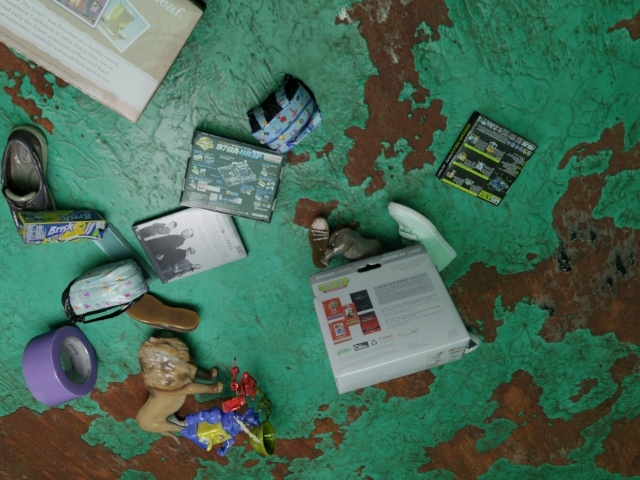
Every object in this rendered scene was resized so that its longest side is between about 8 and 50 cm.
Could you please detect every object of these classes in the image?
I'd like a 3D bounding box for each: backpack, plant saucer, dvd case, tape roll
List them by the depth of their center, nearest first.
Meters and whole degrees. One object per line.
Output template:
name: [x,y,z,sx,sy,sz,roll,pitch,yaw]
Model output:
backpack: [-0.075,-0.263,1.019,0.158,0.173,0.117,-40,115,12]
backpack: [-0.520,0.117,1.157,0.182,0.152,0.115,-14,114,9]
dvd case: [-0.326,0.001,1.200,0.239,0.029,0.179,-18,117,1]
plant saucer: [-0.499,0.046,1.206,0.067,0.018,0.192,-30,118,8]
tape roll: [-0.670,0.323,1.227,0.080,0.189,0.189,-19,117,2]

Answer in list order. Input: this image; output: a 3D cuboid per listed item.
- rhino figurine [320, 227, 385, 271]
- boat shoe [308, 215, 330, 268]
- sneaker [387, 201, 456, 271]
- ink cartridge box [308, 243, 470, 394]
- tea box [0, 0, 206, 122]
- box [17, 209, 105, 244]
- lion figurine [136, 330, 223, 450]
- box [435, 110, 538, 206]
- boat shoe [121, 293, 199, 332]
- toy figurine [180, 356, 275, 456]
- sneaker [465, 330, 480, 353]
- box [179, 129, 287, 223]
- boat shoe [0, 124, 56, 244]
rhino figurine: [0.107,0.039,1.230,0.243,0.073,0.106,23,102,-38]
boat shoe: [0.000,0.000,1.233,0.056,0.049,0.152,8,121,9]
sneaker: [0.235,0.021,1.229,0.256,0.094,0.151,41,85,-26]
ink cartridge box: [0.152,0.181,1.135,0.309,0.271,0.130,-15,145,-3]
tea box: [-0.391,-0.415,0.805,0.329,0.323,0.220,32,107,-24]
box: [-0.591,-0.033,1.084,0.169,0.059,0.054,-5,124,-46]
lion figurine: [-0.435,0.446,1.340,0.240,0.142,0.392,16,107,-30]
box: [0.418,-0.200,1.190,0.191,0.045,0.184,20,115,-18]
boat shoe: [-0.429,0.201,1.264,0.207,0.073,0.073,23,152,-11]
toy figurine: [-0.276,0.501,1.322,0.217,0.191,0.362,-16,141,1]
sneaker: [0.378,0.239,1.377,0.235,0.094,0.153,16,122,-4]
box: [-0.204,-0.148,1.111,0.220,0.051,0.175,11,103,-13]
boat shoe: [-0.664,-0.110,1.062,0.103,0.092,0.285,8,115,-12]
